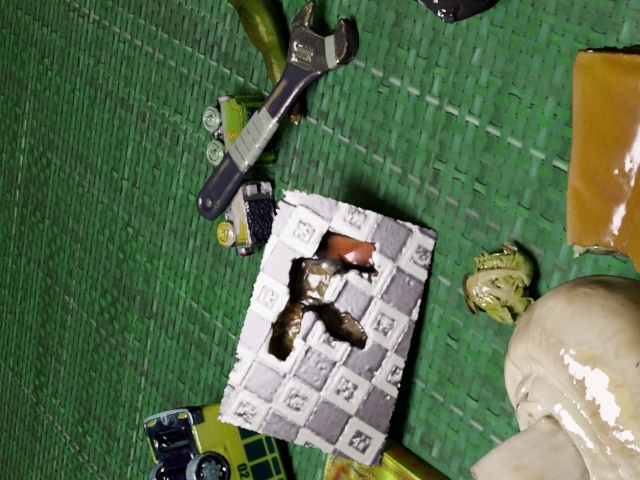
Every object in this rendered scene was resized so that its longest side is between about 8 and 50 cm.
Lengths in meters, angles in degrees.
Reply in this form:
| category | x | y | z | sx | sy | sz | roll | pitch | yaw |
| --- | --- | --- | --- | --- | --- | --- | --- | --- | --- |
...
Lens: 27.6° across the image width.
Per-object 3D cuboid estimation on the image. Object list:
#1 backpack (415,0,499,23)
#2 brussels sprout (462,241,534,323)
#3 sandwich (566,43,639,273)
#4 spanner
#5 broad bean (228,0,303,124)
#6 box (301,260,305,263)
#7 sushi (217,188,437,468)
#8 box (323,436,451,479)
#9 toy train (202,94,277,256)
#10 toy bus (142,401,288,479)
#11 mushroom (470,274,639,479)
| category | x | y | z | sx | sy | sz | roll | pitch | yaw |
| --- | --- | --- | --- | --- | --- | --- | --- | --- | --- |
| backpack | 0.111 | -0.282 | 1.277 | 0.165 | 0.120 | 0.106 | 56 | 156 | 31 |
| brussels sprout | 0.171 | 0.045 | 1.294 | 0.085 | 0.058 | 0.085 | -177 | 90 | -67 |
| sandwich | 0.323 | -0.047 | 1.007 | 0.227 | 0.155 | 0.198 | 15 | 109 | 50 |
| spanner | -0.065 | -0.146 | 1.531 | 0.087 | 0.024 | 0.316 | 48 | 120 | 19 |
| broad bean | -0.079 | -0.273 | 1.573 | 0.297 | 0.043 | 0.060 | 63 | 147 | 23 |
| box | 0.000 | 0.000 | 1.477 | 0.024 | 0.083 | 0.054 | 52 | 134 | 50 |
| sushi | 0.010 | 0.092 | 1.447 | 0.193 | 0.043 | 0.279 | 15 | 101 | 12 |
| box | 0.057 | 0.377 | 1.494 | 0.173 | 0.043 | 0.311 | 31 | 118 | 46 |
| toy train | -0.094 | -0.081 | 1.607 | 0.081 | 0.060 | 0.202 | -5 | 93 | 46 |
| toy bus | -0.113 | 0.325 | 1.617 | 0.128 | 0.150 | 0.262 | -21 | 83 | 50 |
| mushroom | 0.229 | 0.161 | 1.076 | 0.254 | 0.234 | 0.260 | 67 | 164 | -13 |
